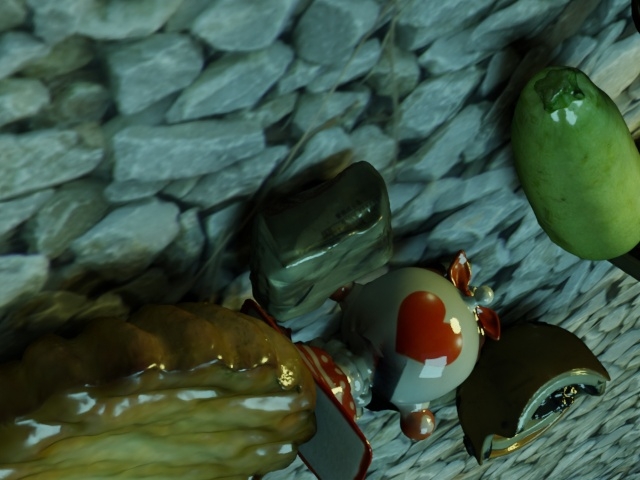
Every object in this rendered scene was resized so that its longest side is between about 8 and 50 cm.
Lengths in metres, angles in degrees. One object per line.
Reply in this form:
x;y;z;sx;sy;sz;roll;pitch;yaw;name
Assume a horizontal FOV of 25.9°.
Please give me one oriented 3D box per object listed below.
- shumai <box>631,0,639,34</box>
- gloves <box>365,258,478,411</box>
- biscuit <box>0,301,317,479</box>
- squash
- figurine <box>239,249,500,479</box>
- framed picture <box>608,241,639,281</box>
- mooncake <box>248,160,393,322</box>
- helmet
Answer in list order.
0.408;-0.229;1.072;0.324;0.397;0.324;-2;128;-2;shumai
0.093;0.083;1.429;0.180;0.106;0.129;-59;172;-22;gloves
-0.160;0.152;1.160;0.326;0.107;0.325;-15;148;-10;biscuit
0.233;-0.076;1.285;0.118;0.118;0.370;-38;152;4;squash
0.065;0.095;1.295;0.226;0.183;0.160;-32;160;-23;figurine
0.441;0.020;1.575;0.324;0.240;0.020;-5;124;-45;framed picture
0.000;0.000;1.166;0.130;0.073;0.125;-26;157;-16;mooncake
0.247;0.176;1.721;0.198;0.130;0.224;-25;163;-14;helmet
